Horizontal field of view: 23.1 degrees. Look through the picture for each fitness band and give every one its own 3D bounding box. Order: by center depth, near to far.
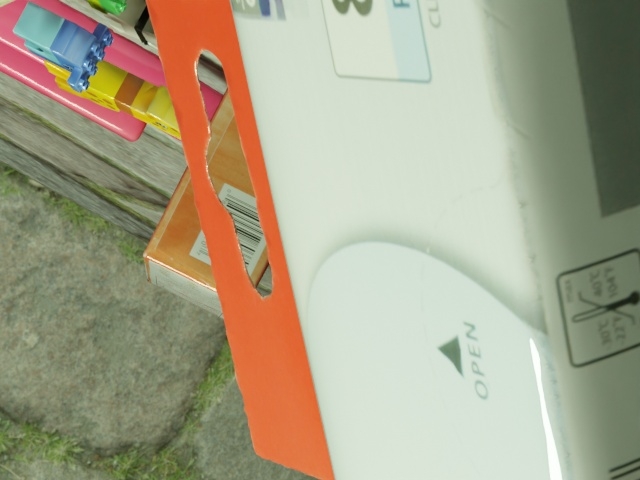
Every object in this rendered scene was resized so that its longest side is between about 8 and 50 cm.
[{"bbox_3d":[-0.179,-0.132,1.123,0.291,0.054,0.209,27,175,-12],"label":"fitness band"}]

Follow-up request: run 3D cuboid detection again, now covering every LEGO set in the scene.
[{"bbox_3d":[-0.107,-0.112,0.909,0.093,0.087,0.227,27,174,4],"label":"LEGO set"}]

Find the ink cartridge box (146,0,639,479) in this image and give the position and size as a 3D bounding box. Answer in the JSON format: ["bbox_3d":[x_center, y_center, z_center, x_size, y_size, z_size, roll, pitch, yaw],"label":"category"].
[{"bbox_3d":[0.000,0.000,0.568,0.091,0.308,0.385,-20,-164,-26],"label":"ink cartridge box"}]

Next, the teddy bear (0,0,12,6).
[{"bbox_3d":[-0.162,-0.113,0.345,0.245,0.113,0.338,5,-173,34],"label":"teddy bear"}]

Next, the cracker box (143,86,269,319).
[{"bbox_3d":[-0.043,-0.036,0.943,0.067,0.156,0.232,27,173,-4],"label":"cracker box"}]
